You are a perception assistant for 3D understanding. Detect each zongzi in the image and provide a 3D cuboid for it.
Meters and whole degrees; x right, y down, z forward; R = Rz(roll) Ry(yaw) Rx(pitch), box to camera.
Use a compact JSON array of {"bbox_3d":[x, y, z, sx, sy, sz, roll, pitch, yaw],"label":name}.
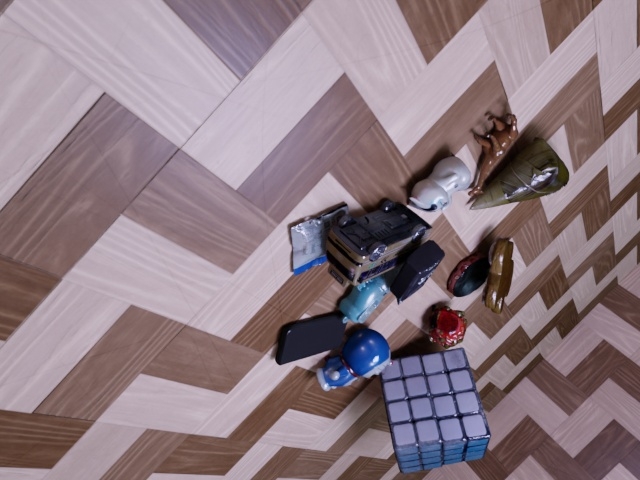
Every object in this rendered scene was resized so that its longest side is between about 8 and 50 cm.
[{"bbox_3d":[0.646,-0.170,1.620,0.300,0.145,0.274,-41,150,24],"label":"zongzi"}]

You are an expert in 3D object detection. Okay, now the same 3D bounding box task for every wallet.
[{"bbox_3d":[-0.020,0.291,1.510,0.250,0.044,0.149,-9,126,-35],"label":"wallet"}]

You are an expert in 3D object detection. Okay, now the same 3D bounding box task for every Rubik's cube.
[{"bbox_3d":[0.419,0.644,1.883,0.338,0.343,0.344,-12,143,6],"label":"Rubik's cube"}]

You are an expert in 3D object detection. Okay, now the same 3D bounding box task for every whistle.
[{"bbox_3d":[0.159,0.144,1.496,0.274,0.093,0.186,-47,144,-1],"label":"whistle"}]

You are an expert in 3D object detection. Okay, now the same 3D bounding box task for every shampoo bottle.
[{"bbox_3d":[0.255,0.101,1.390,0.098,0.071,0.309,-39,164,-18],"label":"shampoo bottle"}]

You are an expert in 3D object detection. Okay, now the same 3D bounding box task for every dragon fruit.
[{"bbox_3d":[0.475,0.322,1.888,0.160,0.166,0.172,-21,159,-3],"label":"dragon fruit"}]

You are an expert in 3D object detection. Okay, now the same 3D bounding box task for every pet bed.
[{"bbox_3d":[0.555,0.132,1.852,0.201,0.053,0.201,-24,138,-24],"label":"pet bed"}]

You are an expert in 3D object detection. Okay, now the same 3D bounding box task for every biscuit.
[{"bbox_3d":[0.668,0.135,1.872,0.432,0.064,0.282,7,93,-64],"label":"biscuit"}]

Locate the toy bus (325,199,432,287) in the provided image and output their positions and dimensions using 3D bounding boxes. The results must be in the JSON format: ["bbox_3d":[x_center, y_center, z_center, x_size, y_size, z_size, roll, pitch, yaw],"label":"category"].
[{"bbox_3d":[0.146,0.008,1.303,0.290,0.139,0.157,-22,142,-40],"label":"toy bus"}]

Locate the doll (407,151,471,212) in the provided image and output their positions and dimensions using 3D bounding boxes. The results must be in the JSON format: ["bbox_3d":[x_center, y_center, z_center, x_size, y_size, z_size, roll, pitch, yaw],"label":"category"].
[{"bbox_3d":[0.329,-0.147,1.361,0.181,0.107,0.110,-45,161,0],"label":"doll"}]

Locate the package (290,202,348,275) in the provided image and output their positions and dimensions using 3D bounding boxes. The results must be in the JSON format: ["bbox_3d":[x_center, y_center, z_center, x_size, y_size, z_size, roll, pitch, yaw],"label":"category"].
[{"bbox_3d":[0.000,0.000,1.277,0.171,0.027,0.173,-26,140,-26],"label":"package"}]

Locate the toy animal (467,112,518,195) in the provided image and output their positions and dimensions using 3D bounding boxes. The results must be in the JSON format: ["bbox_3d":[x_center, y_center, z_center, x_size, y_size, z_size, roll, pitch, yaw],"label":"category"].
[{"bbox_3d":[0.491,-0.246,1.448,0.224,0.066,0.230,-48,146,5],"label":"toy animal"}]

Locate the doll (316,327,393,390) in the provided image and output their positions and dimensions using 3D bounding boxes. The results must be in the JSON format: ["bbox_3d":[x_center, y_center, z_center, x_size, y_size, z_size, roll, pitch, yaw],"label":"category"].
[{"bbox_3d":[0.113,0.404,1.634,0.257,0.161,0.215,-39,171,12],"label":"doll"}]
